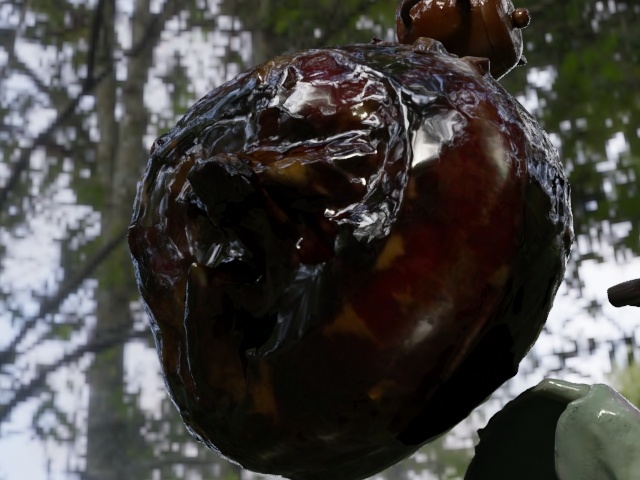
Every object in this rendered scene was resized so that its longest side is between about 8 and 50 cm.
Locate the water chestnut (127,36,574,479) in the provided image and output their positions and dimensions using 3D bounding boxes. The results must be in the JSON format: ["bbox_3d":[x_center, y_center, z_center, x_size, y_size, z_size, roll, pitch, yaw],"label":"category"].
[{"bbox_3d":[0.000,0.000,1.049,0.300,0.300,0.300,-2,-36,-1],"label":"water chestnut"}]

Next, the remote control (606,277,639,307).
[{"bbox_3d":[0.373,0.060,1.691,0.212,0.028,0.059,8,-24,-39],"label":"remote control"}]

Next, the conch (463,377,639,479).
[{"bbox_3d":[0.182,0.275,1.024,0.197,0.368,0.249,11,8,-36],"label":"conch"}]

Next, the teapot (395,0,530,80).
[{"bbox_3d":[0.128,-0.182,1.461,0.116,0.116,0.173,-19,-25,21],"label":"teapot"}]
